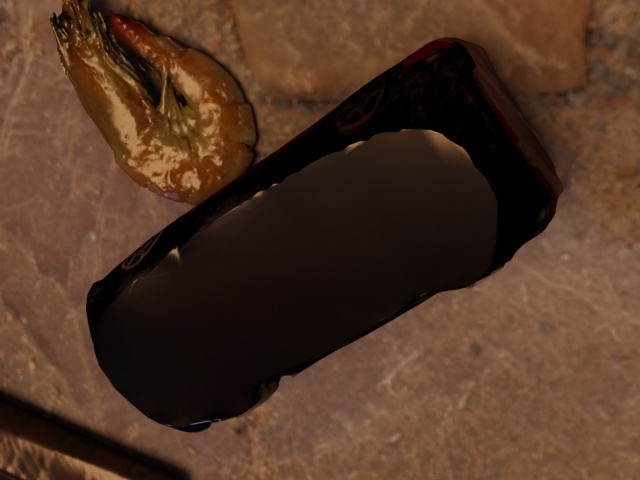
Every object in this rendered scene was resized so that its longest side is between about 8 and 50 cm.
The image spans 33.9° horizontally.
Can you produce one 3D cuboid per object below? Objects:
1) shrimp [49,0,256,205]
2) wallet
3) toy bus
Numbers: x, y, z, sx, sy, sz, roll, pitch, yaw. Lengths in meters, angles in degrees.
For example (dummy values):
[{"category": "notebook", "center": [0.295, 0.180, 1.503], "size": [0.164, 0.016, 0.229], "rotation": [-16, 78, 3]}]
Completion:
[{"category": "shrimp", "center": [-0.122, -0.108, 0.732], "size": [0.101, 0.042, 0.190], "rotation": [-39, 94, 8]}, {"category": "wallet", "center": [-0.227, 0.232, 0.866], "size": [0.229, 0.049, 0.181], "rotation": [19, 108, 11]}, {"category": "toy bus", "center": [0.000, 0.000, 0.662], "size": [0.303, 0.147, 0.127], "rotation": [-33, 97, 25]}]
